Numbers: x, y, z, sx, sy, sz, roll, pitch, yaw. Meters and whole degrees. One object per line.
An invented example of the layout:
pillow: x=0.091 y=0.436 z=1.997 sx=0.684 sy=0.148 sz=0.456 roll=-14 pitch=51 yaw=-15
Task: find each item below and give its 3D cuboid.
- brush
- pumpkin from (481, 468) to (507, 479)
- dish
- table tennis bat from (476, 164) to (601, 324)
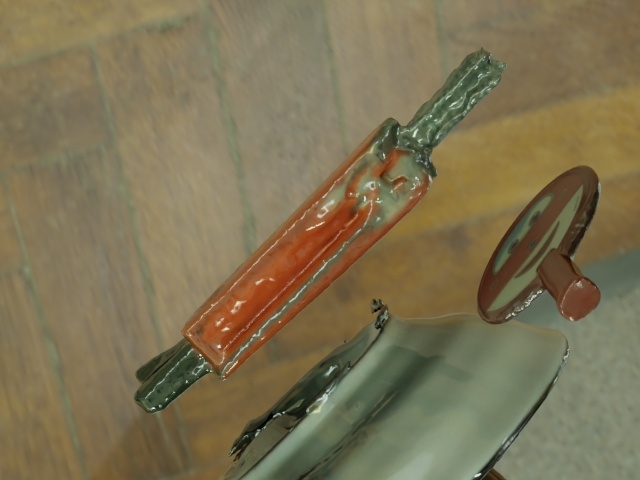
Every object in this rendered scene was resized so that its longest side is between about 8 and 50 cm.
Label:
brush: x=0.001 y=0.000 z=1.248 sx=0.051 sy=0.070 sz=0.323 roll=44 pitch=105 yaw=-2
pumpkin: x=0.070 y=0.278 z=1.497 sx=0.216 sy=0.250 sz=0.250 roll=29 pitch=113 yaw=2
dish: x=0.015 y=0.137 z=1.265 sx=0.106 sy=0.316 sz=0.316 roll=44 pitch=103 yaw=-4
table tennis bat: x=0.117 y=0.009 z=1.011 sx=0.019 sy=0.154 sz=0.098 roll=35 pitch=99 yaw=-13
